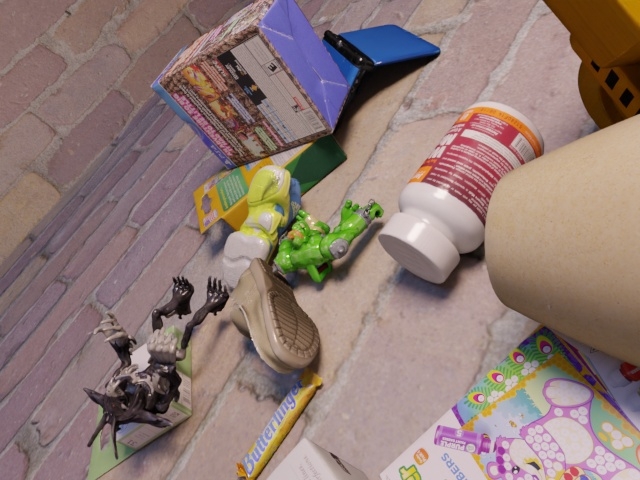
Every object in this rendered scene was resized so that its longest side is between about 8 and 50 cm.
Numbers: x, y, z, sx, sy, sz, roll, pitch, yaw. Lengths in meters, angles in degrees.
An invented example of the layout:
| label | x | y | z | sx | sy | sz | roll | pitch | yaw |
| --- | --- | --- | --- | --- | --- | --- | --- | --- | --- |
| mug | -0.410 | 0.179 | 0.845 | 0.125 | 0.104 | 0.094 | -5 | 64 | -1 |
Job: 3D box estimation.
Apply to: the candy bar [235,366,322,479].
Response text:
| label | x | y | z | sx | sy | sz | roll | pitch | yaw |
| --- | --- | --- | --- | --- | --- | --- | --- | --- | --- |
| candy bar | -0.054 | 0.239 | 0.601 | 0.040 | 0.018 | 0.161 | 19 | 67 | 51 |

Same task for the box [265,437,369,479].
| label | x | y | z | sx | sy | sz | roll | pitch | yaw |
| --- | --- | --- | --- | --- | --- | --- | --- | --- | --- |
| box | 0.000 | 0.312 | 0.390 | 0.182 | 0.119 | 0.181 | -47 | 36 | -6 |

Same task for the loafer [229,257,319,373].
| label | x | y | z | sx | sy | sz | roll | pitch | yaw |
| --- | --- | --- | --- | --- | --- | --- | --- | --- | --- |
| loafer | -0.078 | 0.118 | 0.686 | 0.092 | 0.102 | 0.268 | -50 | 23 | 6 |

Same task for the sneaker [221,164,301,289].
| label | x | y | z | sx | sy | sz | roll | pitch | yaw |
| --- | --- | --- | --- | --- | --- | --- | --- | --- | --- |
| sneaker | -0.094 | -0.017 | 0.858 | 0.091 | 0.126 | 0.240 | 30 | 103 | 25 |

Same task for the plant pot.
| label | x | y | z | sx | sy | sz | roll | pitch | yaw |
| --- | --- | --- | --- | --- | --- | --- | --- | --- | --- |
| plant pot | 0.277 | 0.001 | 0.331 | 0.274 | 0.256 | 0.256 | 0 | 54 | 45 |

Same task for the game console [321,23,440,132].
| label | x | y | z | sx | sy | sz | roll | pitch | yaw |
| --- | --- | --- | --- | --- | --- | --- | --- | --- | --- |
| game console | 0.101 | -0.393 | 1.091 | 0.250 | 0.173 | 0.293 | -64 | 27 | 27 |

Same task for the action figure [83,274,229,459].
| label | x | y | z | sx | sy | sz | roll | pitch | yaw |
| --- | --- | --- | --- | --- | --- | --- | --- | --- | --- |
| action figure | -0.256 | 0.165 | 0.688 | 0.164 | 0.141 | 0.275 | 8 | 46 | 21 |

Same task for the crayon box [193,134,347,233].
| label | x | y | z | sx | sy | sz | roll | pitch | yaw |
| --- | --- | --- | --- | --- | --- | --- | --- | --- | --- |
| crayon box | -0.120 | -0.139 | 0.993 | 0.323 | 0.083 | 0.203 | -38 | 36 | 5 |

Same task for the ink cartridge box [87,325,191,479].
| label | x | y | z | sx | sy | sz | roll | pitch | yaw |
| --- | --- | --- | --- | --- | --- | --- | --- | --- | --- |
| ink cartridge box | -0.324 | 0.277 | 0.790 | 0.235 | 0.056 | 0.171 | -34 | 37 | 9 |

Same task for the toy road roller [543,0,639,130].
| label | x | y | z | sx | sy | sz | roll | pitch | yaw |
| --- | --- | --- | --- | --- | --- | --- | --- | --- | --- |
| toy road roller | 0.349 | -0.235 | 0.471 | 0.202 | 0.329 | 0.240 | -38 | 0 | 5 |

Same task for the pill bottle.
| label | x | y | z | sx | sy | sz | roll | pitch | yaw |
| --- | --- | --- | --- | --- | --- | --- | --- | --- | --- |
| pill bottle | 0.179 | -0.061 | 0.598 | 0.221 | 0.121 | 0.121 | -51 | 36 | -11 |

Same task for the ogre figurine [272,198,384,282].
| label | x | y | z | sx | sy | sz | roll | pitch | yaw |
| --- | --- | --- | --- | --- | --- | --- | --- | --- | --- |
| ogre figurine | 0.000 | 0.000 | 0.737 | 0.197 | 0.096 | 0.118 | 1 | 34 | 25 |

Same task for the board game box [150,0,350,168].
| label | x | y | z | sx | sy | sz | roll | pitch | yaw |
| --- | --- | --- | --- | --- | --- | --- | --- | --- | --- |
| board game box | -0.132 | -0.298 | 0.900 | 0.291 | 0.232 | 0.141 | -10 | 46 | 36 |

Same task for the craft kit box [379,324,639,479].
| label | x | y | z | sx | sy | sz | roll | pitch | yaw |
| --- | --- | --- | --- | --- | --- | --- | --- | --- | --- |
| craft kit box | 0.206 | 0.208 | 0.358 | 0.246 | 0.061 | 0.250 | -46 | 35 | 1 |
